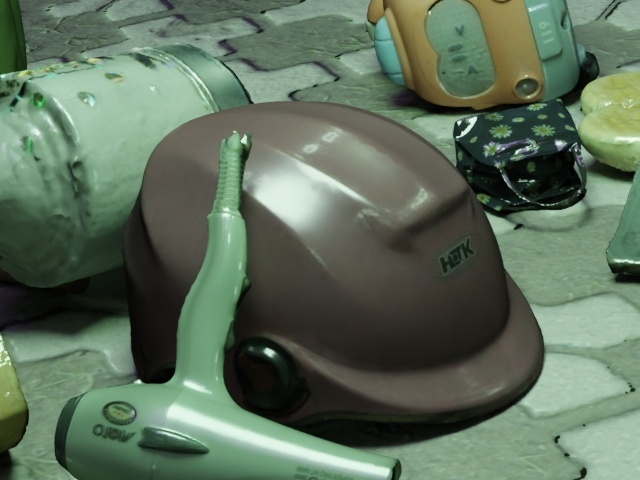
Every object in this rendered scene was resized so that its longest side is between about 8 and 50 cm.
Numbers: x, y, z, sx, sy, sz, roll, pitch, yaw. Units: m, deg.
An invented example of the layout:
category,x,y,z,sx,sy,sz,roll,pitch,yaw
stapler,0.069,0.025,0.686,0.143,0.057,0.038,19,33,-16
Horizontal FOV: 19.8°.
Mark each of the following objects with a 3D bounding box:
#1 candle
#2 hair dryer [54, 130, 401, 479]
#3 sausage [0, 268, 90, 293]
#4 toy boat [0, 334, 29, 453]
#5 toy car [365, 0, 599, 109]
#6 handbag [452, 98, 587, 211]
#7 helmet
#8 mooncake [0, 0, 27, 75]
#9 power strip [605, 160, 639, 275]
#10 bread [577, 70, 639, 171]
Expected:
category,x,y,z,sx,sy,sz,roll,pitch,yaw
candle,-0.210,-0.055,1.510,0.187,0.187,0.330,15,22,41
hair dryer,-0.027,0.081,1.216,0.229,0.267,0.092,27,-8,17
sausage,-0.252,0.028,1.592,0.116,0.026,0.026,7,28,31
toy boat,-0.265,0.102,1.322,0.061,0.116,0.188,-12,22,-27
toy car,0.154,-0.236,1.896,0.212,0.180,0.270,-18,23,2
handbag,0.189,-0.063,1.612,0.115,0.072,0.139,-12,28,-14
helmet,0.000,0.000,1.377,0.338,0.197,0.271,11,27,38
mooncake,-0.499,-0.206,1.988,0.356,0.194,0.356,-6,25,3
power strip,0.349,-0.045,1.473,0.213,0.064,0.198,4,41,22
bread,0.387,-0.112,1.681,0.316,0.054,0.316,-7,25,3
